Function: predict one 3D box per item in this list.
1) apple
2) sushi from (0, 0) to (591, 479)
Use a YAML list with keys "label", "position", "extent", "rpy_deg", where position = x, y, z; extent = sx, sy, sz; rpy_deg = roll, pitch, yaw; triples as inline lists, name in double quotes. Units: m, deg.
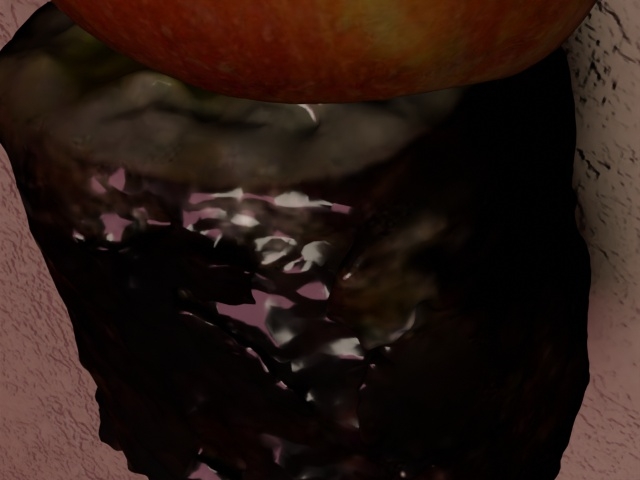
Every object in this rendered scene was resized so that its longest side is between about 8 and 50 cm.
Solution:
- label: "apple"
  position: [-0.006, -0.211, 0.847]
  extent: [0.301, 0.301, 0.301]
  rpy_deg: [22, 136, 22]
- label: "sushi"
  position: [0.001, 0.001, 1.039]
  extent: [0.299, 0.281, 0.294]
  rpy_deg: [27, 140, 39]
